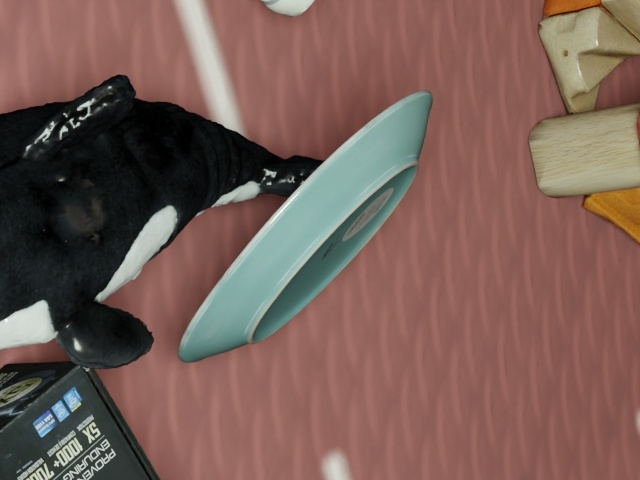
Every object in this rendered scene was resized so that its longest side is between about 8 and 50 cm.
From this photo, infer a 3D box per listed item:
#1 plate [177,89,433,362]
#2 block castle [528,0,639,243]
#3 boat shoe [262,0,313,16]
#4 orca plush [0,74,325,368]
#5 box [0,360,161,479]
[{"bbox_3d":[0.000,0.000,0.896,0.024,0.188,0.188,43,54,9],"label":"plate"},{"bbox_3d":[0.347,-0.176,1.178,0.303,0.213,0.453,34,65,-32],"label":"block castle"},{"bbox_3d":[-0.029,-0.236,0.968,0.081,0.079,0.227,13,72,-29],"label":"boat shoe"},{"bbox_3d":[-0.095,-0.027,0.827,0.287,0.102,0.151,-7,55,-40],"label":"orca plush"},{"bbox_3d":[-0.154,0.165,0.811,0.180,0.078,0.147,-40,110,-36],"label":"box"}]
